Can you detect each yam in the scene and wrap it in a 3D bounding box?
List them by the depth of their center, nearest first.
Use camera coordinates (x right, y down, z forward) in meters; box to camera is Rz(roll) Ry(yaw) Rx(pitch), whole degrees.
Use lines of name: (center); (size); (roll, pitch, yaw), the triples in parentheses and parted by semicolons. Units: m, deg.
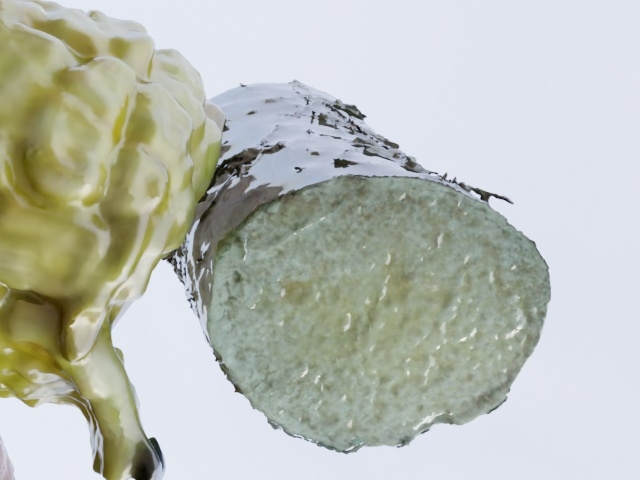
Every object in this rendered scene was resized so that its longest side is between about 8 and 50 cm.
yam: (0.000, 0.000, 0.990); (0.348, 0.241, 0.241); (-130, -127, -62)

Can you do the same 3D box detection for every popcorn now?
popcorn: (-0.186, -0.027, 0.773); (0.293, 0.237, 0.293); (10, 90, -89)

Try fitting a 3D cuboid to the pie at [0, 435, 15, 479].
pie: (-0.239, 0.249, 0.738); (0.339, 0.083, 0.339); (-2, 90, -89)
